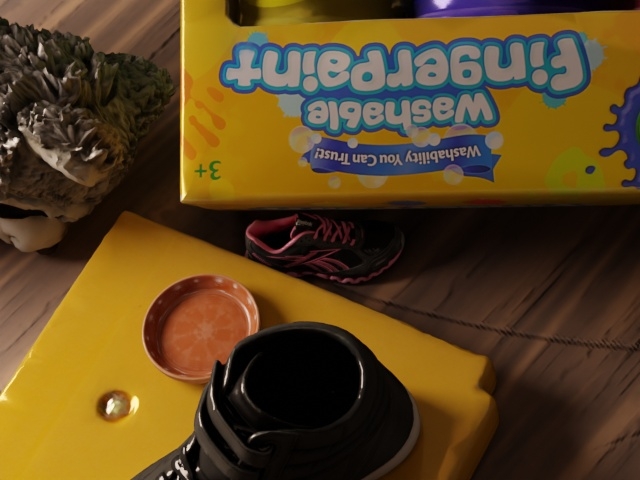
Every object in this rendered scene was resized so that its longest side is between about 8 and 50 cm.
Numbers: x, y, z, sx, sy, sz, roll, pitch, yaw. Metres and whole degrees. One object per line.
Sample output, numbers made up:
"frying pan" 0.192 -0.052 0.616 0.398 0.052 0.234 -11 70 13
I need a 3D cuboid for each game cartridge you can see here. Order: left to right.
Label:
"game cartridge" -0.071 0.151 1.260 0.323 0.053 0.285 22 66 21

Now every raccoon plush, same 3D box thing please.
"raccoon plush" -0.304 -0.172 1.300 0.299 0.446 0.216 -6 43 24

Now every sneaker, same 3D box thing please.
"sneaker" -0.076 0.147 1.147 0.295 0.147 0.104 -32 61 -8
"sneaker" 0.000 0.000 1.328 0.119 0.057 0.047 -6 56 7

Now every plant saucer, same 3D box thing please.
"plant saucer" -0.082 0.062 1.277 0.083 0.013 0.083 -5 59 8

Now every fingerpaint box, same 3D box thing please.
"fingerpaint box" 0.132 -0.207 1.274 0.444 0.163 0.371 0 88 12
